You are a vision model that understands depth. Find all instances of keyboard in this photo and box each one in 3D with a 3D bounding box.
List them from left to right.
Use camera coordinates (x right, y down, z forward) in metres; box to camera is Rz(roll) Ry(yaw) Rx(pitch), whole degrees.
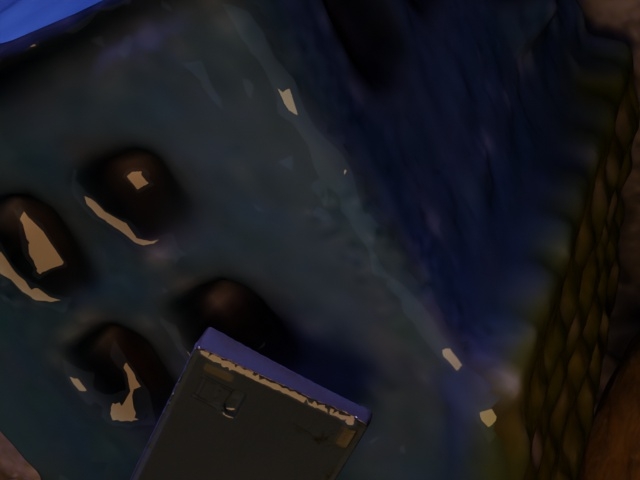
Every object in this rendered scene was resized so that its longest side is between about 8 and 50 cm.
[{"bbox_3d":[-0.041,0.097,0.546,0.055,0.014,0.176,27,131,-1],"label":"keyboard"}]

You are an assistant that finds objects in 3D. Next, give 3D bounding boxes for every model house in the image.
[{"bbox_3d":[0.000,0.000,0.618,0.215,0.237,0.303,-16,115,29],"label":"model house"}]

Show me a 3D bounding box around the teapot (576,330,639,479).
[{"bbox_3d":[0.197,0.106,0.641,0.203,0.167,0.311,30,113,6],"label":"teapot"}]
